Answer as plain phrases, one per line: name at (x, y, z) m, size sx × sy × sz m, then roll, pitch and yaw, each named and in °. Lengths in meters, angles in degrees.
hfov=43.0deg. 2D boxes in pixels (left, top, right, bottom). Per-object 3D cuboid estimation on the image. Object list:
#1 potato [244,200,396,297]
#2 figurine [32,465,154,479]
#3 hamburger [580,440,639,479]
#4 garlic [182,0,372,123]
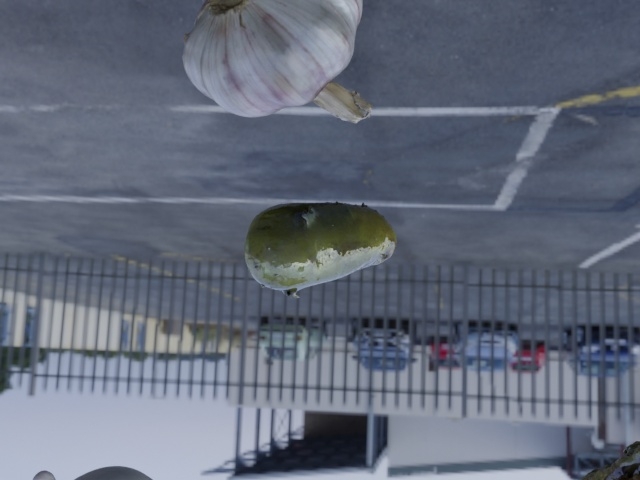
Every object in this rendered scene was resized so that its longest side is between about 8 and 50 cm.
potato at (0.000, 0.000, 0.867) m, size 0.188 × 0.105 × 0.085 m, roll -6°, pitch 140°, yaw -33°
figurine at (-0.164, 0.308, 0.734) m, size 0.257 × 0.181 × 0.144 m, roll 33°, pitch 176°, yaw 5°
hamburger at (0.292, 0.265, 0.640) m, size 0.130 × 0.206 × 0.183 m, roll -46°, pitch 180°, yaw -44°
garlic at (-0.025, -0.239, 1.033) m, size 0.245 × 0.245 × 0.253 m, roll -6°, pitch 143°, yaw 46°
